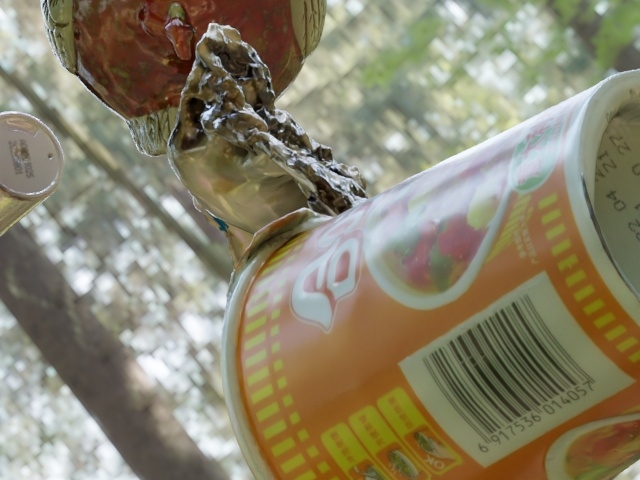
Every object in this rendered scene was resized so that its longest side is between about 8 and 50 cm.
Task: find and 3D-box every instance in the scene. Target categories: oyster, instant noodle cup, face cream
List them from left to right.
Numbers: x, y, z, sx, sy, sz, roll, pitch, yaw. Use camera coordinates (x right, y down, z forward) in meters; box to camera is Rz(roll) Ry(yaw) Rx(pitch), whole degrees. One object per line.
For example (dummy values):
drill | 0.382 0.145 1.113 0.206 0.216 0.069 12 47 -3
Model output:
face cream | -0.385 -0.025 1.951 0.102 0.102 0.345 -18 -9 -41
oyster | 0.000 0.000 1.103 0.083 0.214 0.223 -36 -33 -20
instant noodle cup | 0.078 0.027 0.701 0.168 0.168 0.185 -16 -14 -43

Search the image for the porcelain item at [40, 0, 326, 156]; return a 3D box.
porcelain item | -0.114 -0.188 1.552 0.253 0.253 0.253 -33 -26 -19
